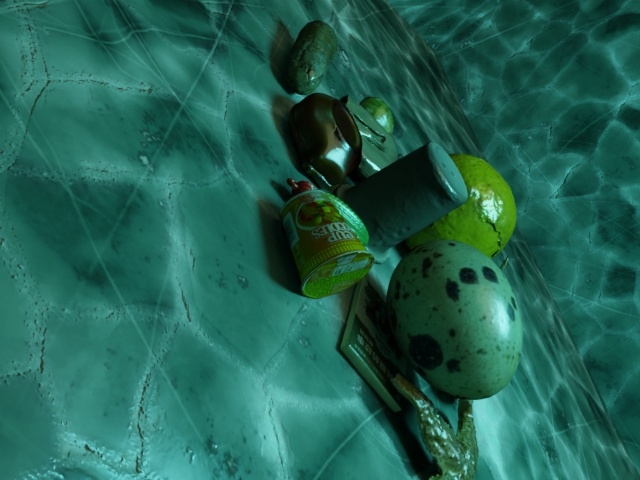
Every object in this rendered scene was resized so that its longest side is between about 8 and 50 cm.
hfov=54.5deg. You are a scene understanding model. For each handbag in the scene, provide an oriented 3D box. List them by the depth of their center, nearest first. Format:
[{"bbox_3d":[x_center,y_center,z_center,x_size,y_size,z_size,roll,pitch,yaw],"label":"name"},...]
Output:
[{"bbox_3d":[0.139,-0.280,1.866,0.253,0.109,0.316,38,33,-27],"label":"handbag"}]

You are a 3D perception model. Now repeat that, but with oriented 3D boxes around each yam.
[{"bbox_3d":[-0.028,-0.521,1.799,0.133,0.133,0.330,46,32,-24],"label":"yam"}]

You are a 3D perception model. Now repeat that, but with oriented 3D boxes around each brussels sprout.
[{"bbox_3d":[0.181,-0.404,2.057,0.155,0.117,0.155,39,25,-22],"label":"brussels sprout"}]

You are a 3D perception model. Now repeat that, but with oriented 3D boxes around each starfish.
[{"bbox_3d":[0.256,0.449,1.310,0.432,0.082,0.324,25,52,-47],"label":"starfish"}]

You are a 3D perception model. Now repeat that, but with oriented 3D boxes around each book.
[{"bbox_3d":[0.131,0.227,1.404,0.202,0.027,0.264,52,27,-17],"label":"book"}]

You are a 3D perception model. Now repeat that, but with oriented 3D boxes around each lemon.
[{"bbox_3d":[0.400,-0.094,1.849,0.350,0.349,0.387,43,36,-29],"label":"lemon"}]

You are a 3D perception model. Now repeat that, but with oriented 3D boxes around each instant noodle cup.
[{"bbox_3d":[0.000,0.000,1.290,0.168,0.168,0.185,18,39,-53],"label":"instant noodle cup"}]

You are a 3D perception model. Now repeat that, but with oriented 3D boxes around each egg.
[{"bbox_3d":[0.297,0.173,1.395,0.287,0.287,0.380,36,32,-39],"label":"egg"}]

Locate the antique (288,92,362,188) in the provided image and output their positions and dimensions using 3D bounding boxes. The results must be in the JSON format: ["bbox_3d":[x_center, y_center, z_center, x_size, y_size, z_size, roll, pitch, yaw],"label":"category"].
[{"bbox_3d":[0.019,-0.267,1.613,0.223,0.129,0.278,45,32,-32],"label":"antique"}]

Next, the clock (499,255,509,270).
[{"bbox_3d":[0.471,0.119,1.882,0.069,0.231,0.170,62,25,6],"label":"clock"}]

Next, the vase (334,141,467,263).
[{"bbox_3d":[0.219,-0.103,1.614,0.245,0.291,0.245,42,32,-34],"label":"vase"}]

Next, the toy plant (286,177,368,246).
[{"bbox_3d":[0.018,-0.065,1.454,0.240,0.088,0.154,43,11,-4],"label":"toy plant"}]

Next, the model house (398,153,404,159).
[{"bbox_3d":[0.251,-0.237,2.040,0.079,0.083,0.066,51,26,-15],"label":"model house"}]
